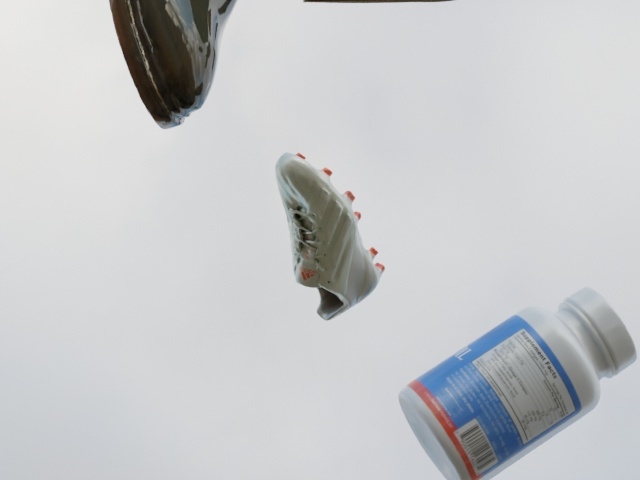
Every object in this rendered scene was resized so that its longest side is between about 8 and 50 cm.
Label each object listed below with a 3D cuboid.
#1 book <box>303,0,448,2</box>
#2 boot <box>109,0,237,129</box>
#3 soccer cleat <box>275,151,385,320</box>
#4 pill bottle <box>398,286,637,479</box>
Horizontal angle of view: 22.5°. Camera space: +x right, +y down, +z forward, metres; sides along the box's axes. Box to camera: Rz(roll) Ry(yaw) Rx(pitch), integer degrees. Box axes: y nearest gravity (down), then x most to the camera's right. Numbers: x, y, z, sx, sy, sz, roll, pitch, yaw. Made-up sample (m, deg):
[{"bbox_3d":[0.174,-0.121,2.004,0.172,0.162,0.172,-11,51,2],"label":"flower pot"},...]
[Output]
[{"bbox_3d":[0.032,-0.177,0.978,0.096,0.144,0.035,4,-66,-7],"label":"book"},{"bbox_3d":[-0.029,-0.149,0.693,0.106,0.219,0.082,-9,-33,15],"label":"boot"},{"bbox_3d":[0.000,0.000,1.425,0.076,0.068,0.196,-46,-40,-15],"label":"soccer cleat"},{"bbox_3d":[0.199,0.143,1.597,0.221,0.124,0.124,-32,-59,-10],"label":"pill bottle"}]
